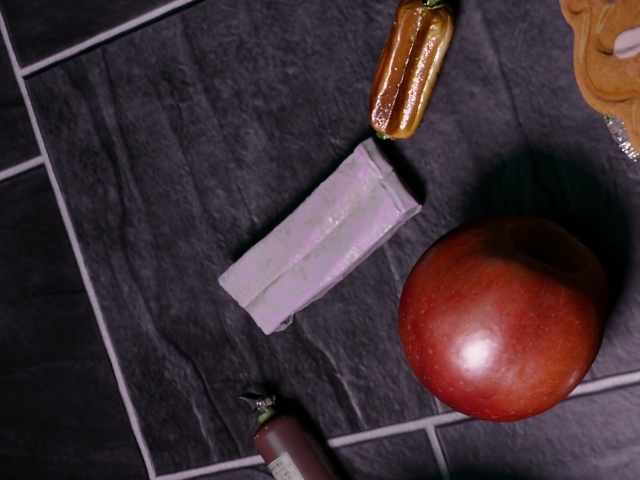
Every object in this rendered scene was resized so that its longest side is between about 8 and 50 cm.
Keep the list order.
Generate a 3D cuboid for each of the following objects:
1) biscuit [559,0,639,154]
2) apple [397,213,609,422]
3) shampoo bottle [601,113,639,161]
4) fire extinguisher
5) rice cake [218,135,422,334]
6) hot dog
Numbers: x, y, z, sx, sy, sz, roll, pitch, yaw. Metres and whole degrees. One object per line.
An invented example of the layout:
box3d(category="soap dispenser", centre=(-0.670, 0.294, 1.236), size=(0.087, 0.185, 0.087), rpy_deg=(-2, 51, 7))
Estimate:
box3d(category="biscuit", centre=(0.331, -0.226, 1.749), size=(0.202, 0.047, 0.334), rpy_deg=(-28, 71, 38))
box3d(category="apple", centre=(0.197, 0.082, 1.867), size=(0.218, 0.218, 0.201), rpy_deg=(39, 124, 22))
box3d(category="shampoo bottle", centre=(0.390, -0.167, 1.764), size=(0.227, 0.056, 0.086), rpy_deg=(-34, 76, 36))
box3d(category="fire extinguisher", centre=(-0.033, 0.281, 2.179), size=(0.231, 0.071, 0.099), rpy_deg=(55, 153, 12))
box3d(category="rice cake", centre=(0.000, 0.002, 2.090), size=(0.298, 0.050, 0.106), rpy_deg=(-43, 75, 35))
box3d(category="hot dog", centre=(0.104, -0.198, 1.962), size=(0.072, 0.055, 0.188), rpy_deg=(30, 117, 23))
